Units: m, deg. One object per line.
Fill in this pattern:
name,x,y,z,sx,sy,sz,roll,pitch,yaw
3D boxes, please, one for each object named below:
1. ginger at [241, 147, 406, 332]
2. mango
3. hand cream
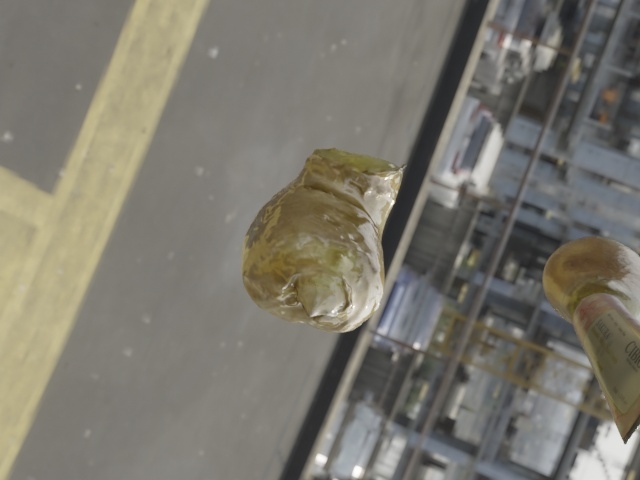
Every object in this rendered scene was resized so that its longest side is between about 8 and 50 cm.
ginger,0.000,0.000,1.240,0.152,0.138,0.267,-56,-168,42
mango,0.316,0.059,1.417,0.227,0.136,0.099,-49,159,-75
hand cream,0.219,0.083,0.928,0.067,0.043,0.210,-59,-175,12
